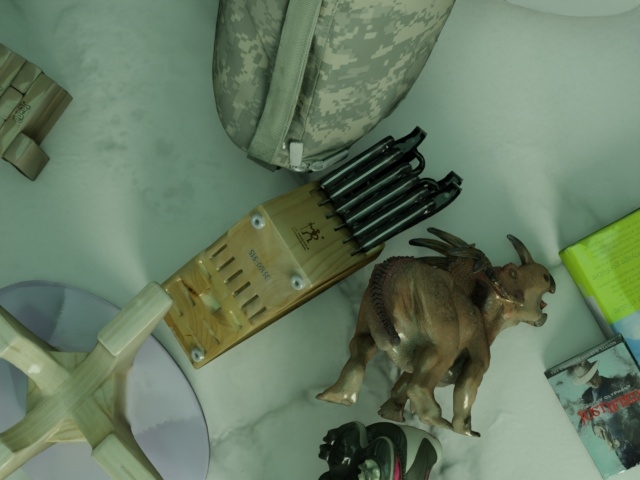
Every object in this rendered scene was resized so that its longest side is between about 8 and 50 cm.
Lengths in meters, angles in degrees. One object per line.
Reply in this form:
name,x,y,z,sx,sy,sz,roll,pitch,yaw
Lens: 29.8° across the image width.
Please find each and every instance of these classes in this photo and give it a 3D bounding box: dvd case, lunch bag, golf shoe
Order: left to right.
lunch bag,0.013,-0.233,1.044,0.213,0.305,0.256,23,55,2
golf shoe,0.036,0.293,1.101,0.105,0.120,0.272,35,110,40
dvd case,0.279,0.160,1.150,0.087,0.013,0.119,-31,83,26

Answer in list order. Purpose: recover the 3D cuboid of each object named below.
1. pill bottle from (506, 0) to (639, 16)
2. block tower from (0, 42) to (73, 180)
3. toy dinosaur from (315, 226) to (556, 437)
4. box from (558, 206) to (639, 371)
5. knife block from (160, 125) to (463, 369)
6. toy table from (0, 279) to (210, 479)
pill bottle,0.260,-0.413,1.144,0.204,0.204,0.361,14,83,0
block tower,-0.396,-0.191,1.160,0.335,0.091,0.097,34,84,2
toy dinosaur,0.097,0.064,1.078,0.127,0.296,0.200,8,80,30
box,0.323,0.062,1.168,0.109,0.042,0.178,-28,86,-3
knife block,0.000,0.000,1.160,0.276,0.242,0.088,-37,82,40
toy table,-0.220,0.143,1.090,0.274,0.161,0.252,33,83,4
